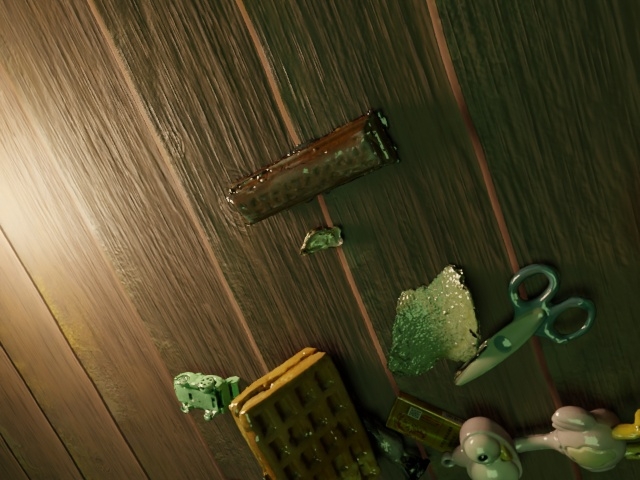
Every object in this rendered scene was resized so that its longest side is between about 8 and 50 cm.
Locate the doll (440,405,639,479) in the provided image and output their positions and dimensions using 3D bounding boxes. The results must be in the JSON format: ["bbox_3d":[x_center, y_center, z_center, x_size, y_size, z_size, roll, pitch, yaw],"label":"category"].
[{"bbox_3d":[0.384,0.362,0.906,0.365,0.094,0.160,-23,117,26],"label":"doll"}]

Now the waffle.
[{"bbox_3d":[-0.020,0.402,1.030,0.098,0.224,0.328,2,119,62],"label":"waffle"}]

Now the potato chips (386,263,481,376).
[{"bbox_3d":[0.197,0.158,0.919,0.228,0.059,0.167,-39,87,37],"label":"potato chips"}]

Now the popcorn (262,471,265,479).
[{"bbox_3d":[-0.057,0.516,1.141,0.152,0.148,0.167,-24,123,-1],"label":"popcorn"}]

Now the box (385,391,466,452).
[{"bbox_3d":[0.215,0.368,1.027,0.156,0.022,0.089,20,118,14],"label":"box"}]

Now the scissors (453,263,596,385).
[{"bbox_3d":[0.321,0.164,0.876,0.138,0.041,0.289,44,124,13],"label":"scissors"}]

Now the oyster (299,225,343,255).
[{"bbox_3d":[-0.002,-0.002,0.945,0.093,0.034,0.051,-14,123,16],"label":"oyster"}]

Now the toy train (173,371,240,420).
[{"bbox_3d":[-0.264,0.349,1.194,0.149,0.081,0.099,6,115,27],"label":"toy train"}]

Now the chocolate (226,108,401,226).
[{"bbox_3d":[-0.026,-0.113,0.885,0.329,0.065,0.102,-22,103,28],"label":"chocolate"}]

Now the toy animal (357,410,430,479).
[{"bbox_3d":[0.145,0.428,1.060,0.202,0.070,0.105,47,152,-2],"label":"toy animal"}]
